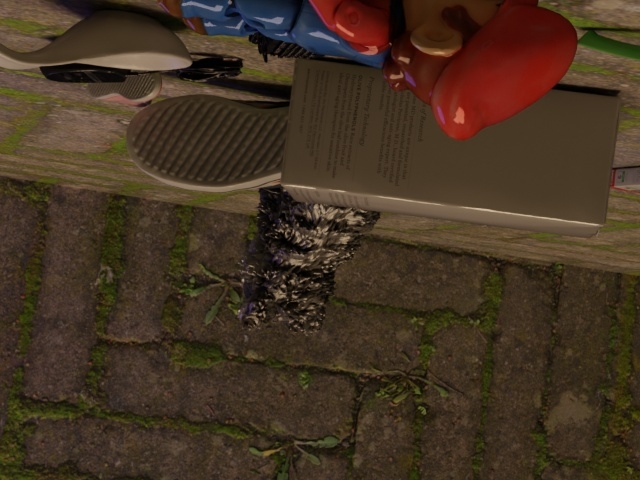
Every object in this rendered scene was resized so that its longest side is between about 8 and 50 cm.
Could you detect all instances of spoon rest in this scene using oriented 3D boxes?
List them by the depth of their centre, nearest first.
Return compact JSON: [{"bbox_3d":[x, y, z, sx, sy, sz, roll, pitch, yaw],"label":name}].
[{"bbox_3d":[-0.258,-0.205,1.562,0.276,0.084,0.137,12,173,-40],"label":"spoon rest"}]

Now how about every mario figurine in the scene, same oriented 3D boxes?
[{"bbox_3d":[0.048,-0.199,1.191,0.320,0.170,0.198,17,-146,13],"label":"mario figurine"}]

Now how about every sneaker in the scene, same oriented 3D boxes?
[{"bbox_3d":[-0.222,-0.193,1.877,0.070,0.051,0.134,5,179,-43],"label":"sneaker"},{"bbox_3d":[-0.080,-0.120,1.931,0.321,0.126,0.127,0,176,2],"label":"sneaker"}]

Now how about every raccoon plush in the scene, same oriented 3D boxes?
[{"bbox_3d":[0.000,0.000,2.320,0.216,0.299,0.446,9,175,-18],"label":"raccoon plush"}]

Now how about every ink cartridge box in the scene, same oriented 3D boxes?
[{"bbox_3d":[0.456,-0.086,2.210,0.062,0.029,0.115,9,175,-27],"label":"ink cartridge box"}]

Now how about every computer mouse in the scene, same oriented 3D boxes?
[{"bbox_3d":[-0.210,-0.209,1.773,0.242,0.041,0.071,1,173,3],"label":"computer mouse"}]

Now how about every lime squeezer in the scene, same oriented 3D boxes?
[{"bbox_3d":[0.364,-0.101,1.336,0.310,0.110,0.059,52,-173,14],"label":"lime squeezer"}]

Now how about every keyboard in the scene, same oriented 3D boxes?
[{"bbox_3d":[-0.028,-0.199,1.552,0.100,0.038,0.192,8,174,-10],"label":"keyboard"}]

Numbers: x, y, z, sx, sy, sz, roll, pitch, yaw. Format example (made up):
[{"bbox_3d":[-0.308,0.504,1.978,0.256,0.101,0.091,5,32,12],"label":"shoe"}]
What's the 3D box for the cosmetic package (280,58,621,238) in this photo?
[{"bbox_3d":[0.149,-0.100,1.755,0.365,0.155,0.197,6,176,3],"label":"cosmetic package"}]
